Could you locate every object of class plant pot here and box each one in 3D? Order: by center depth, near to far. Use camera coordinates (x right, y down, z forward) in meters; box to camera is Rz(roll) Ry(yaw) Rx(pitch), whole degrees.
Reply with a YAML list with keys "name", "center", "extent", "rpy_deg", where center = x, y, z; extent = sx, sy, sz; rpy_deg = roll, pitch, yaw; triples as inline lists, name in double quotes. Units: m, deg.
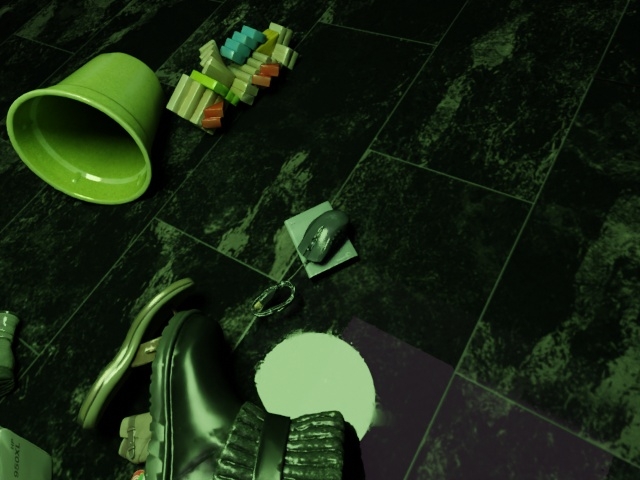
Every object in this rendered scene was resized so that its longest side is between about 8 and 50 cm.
- name: "plant pot"
  center: [-0.463, -0.264, 0.973]
  extent: [0.275, 0.276, 0.254]
  rpy_deg: [-4, 48, 11]

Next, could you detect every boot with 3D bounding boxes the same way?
- name: "boot"
  center: [-0.095, 0.247, 0.639]
  extent: [0.259, 0.131, 0.348]
  rpy_deg: [-10, 57, 6]
- name: "boot"
  center: [-0.271, 0.287, 0.711]
  extent: [0.086, 0.042, 0.119]
  rpy_deg: [-2, 59, 15]
- name: "boot"
  center: [-0.671, 0.237, 0.825]
  extent: [0.246, 0.083, 0.161]
  rpy_deg: [-23, 50, -7]

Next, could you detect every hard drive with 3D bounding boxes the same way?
- name: "hard drive"
  center: [0.000, 0.000, 0.826]
  extent: [0.094, 0.022, 0.135]
  rpy_deg: [-25, 58, -2]

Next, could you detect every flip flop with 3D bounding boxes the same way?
- name: "flip flop"
  center: [-0.286, 0.186, 0.746]
  extent: [0.080, 0.112, 0.277]
  rpy_deg: [30, 66, -1]

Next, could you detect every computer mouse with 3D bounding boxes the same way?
- name: "computer mouse"
  center: [-0.034, 0.034, 0.776]
  extent: [0.071, 0.041, 0.242]
  rpy_deg: [31, 72, 26]

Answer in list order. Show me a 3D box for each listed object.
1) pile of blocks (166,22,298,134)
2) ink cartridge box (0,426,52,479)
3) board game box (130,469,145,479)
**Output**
- name: "pile of blocks"
  center: [-0.175, -0.382, 1.019]
  extent: [0.112, 0.149, 0.362]
  rpy_deg: [32, 71, 27]
- name: "ink cartridge box"
  center: [-0.569, 0.455, 0.555]
  extent: [0.394, 0.166, 0.286]
  rpy_deg: [-18, 52, -12]
- name: "board game box"
  center: [-0.191, 0.426, 0.616]
  extent: [0.259, 0.039, 0.124]
  rpy_deg: [13, 63, 23]
